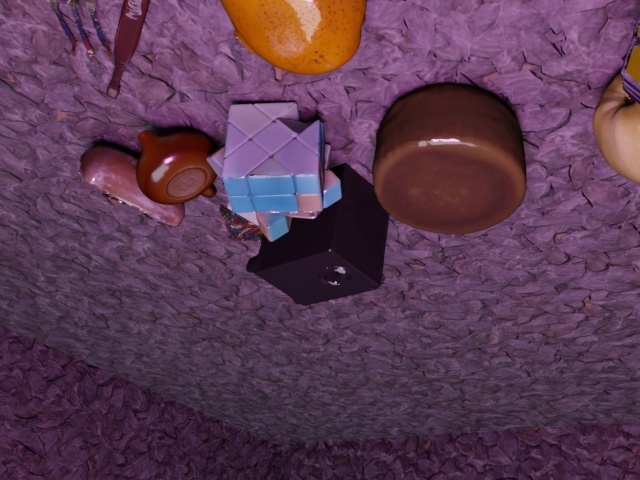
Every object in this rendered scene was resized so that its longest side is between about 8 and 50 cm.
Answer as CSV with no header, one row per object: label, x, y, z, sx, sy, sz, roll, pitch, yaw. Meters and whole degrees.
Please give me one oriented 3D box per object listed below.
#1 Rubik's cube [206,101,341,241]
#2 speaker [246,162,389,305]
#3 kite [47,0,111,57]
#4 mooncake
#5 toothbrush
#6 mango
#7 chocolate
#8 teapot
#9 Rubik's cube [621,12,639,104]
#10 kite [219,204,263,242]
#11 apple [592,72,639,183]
Rubik's cube,-0.093,-0.128,1.305,0.265,0.225,0.213,0,150,4
speaker,0.000,0.000,1.476,0.253,0.232,0.184,-18,138,38
kite,-0.421,-0.405,1.127,0.141,0.015,0.245,7,146,6
mooncake,0.236,-0.148,1.237,0.284,0.156,0.284,9,148,5
toothbrush,-0.333,-0.357,1.162,0.040,0.041,0.364,19,148,-16
mango,-0.050,-0.367,0.963,0.290,0.160,0.191,37,147,-23
chocolate,-0.398,-0.133,1.474,0.261,0.161,0.083,31,107,-37
teapot,-0.295,-0.160,1.415,0.178,0.135,0.252,-33,156,10
Rubik's cube,0.545,-0.253,0.852,0.318,0.319,0.264,12,173,-4
kite,-0.167,-0.029,1.693,0.232,0.009,0.189,28,144,-30
apple,0.536,-0.181,1.070,0.199,0.200,0.200,7,149,4
